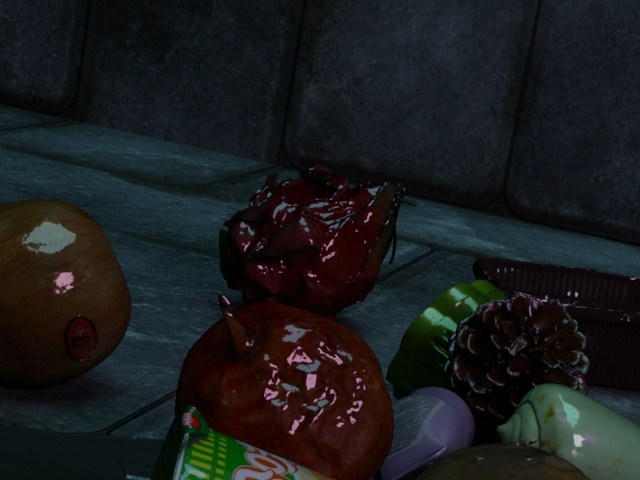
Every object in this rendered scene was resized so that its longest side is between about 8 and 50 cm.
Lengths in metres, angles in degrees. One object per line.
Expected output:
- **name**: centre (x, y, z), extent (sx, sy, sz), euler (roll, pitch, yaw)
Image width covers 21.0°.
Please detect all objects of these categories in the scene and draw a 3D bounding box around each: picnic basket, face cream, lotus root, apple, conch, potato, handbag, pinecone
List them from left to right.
- **apple**: centre (-0.316, 0.059, 1.921), extent (0.188, 0.211, 0.211), euler (-24, 25, -21)
- **handbag**: centre (-0.215, 0.228, 1.474), extent (0.260, 0.079, 0.247), euler (7, 12, -17)
- **face cream**: centre (0.087, 0.215, 1.734), extent (0.154, 0.096, 0.274), euler (-28, -2, 18)
- **lotus root**: centre (0.198, 0.161, 2.021), extent (0.186, 0.186, 0.186), euler (10, 11, -2)
- **potato**: centre (0.172, 0.261, 1.493), extent (0.191, 0.141, 0.296), euler (2, 15, -11)
- **pinecone**: centre (0.218, 0.129, 1.873), extent (0.163, 0.163, 0.165), euler (10, -27, -3)
- **picnic basket**: centre (0.355, 0.121, 2.396), extent (0.296, 0.129, 0.222), euler (7, 13, -11)
- **conch**: centre (0.293, 0.236, 1.789), extent (0.250, 0.143, 0.137), euler (19, 45, -27)

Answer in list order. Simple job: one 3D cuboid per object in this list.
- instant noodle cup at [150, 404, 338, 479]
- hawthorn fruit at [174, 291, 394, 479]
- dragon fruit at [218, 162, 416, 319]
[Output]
- **instant noodle cup**: centre (-0.020, 0.250, 1.271), extent (0.232, 0.207, 0.207), euler (16, 10, -6)
- **hawthorn fruit**: centre (-0.051, 0.138, 1.609), extent (0.207, 0.243, 0.207), euler (-18, 39, 15)
- **dragon fruit**: centre (0.000, 0.000, 2.391), extent (0.293, 0.234, 0.234), euler (-27, -9, 29)
